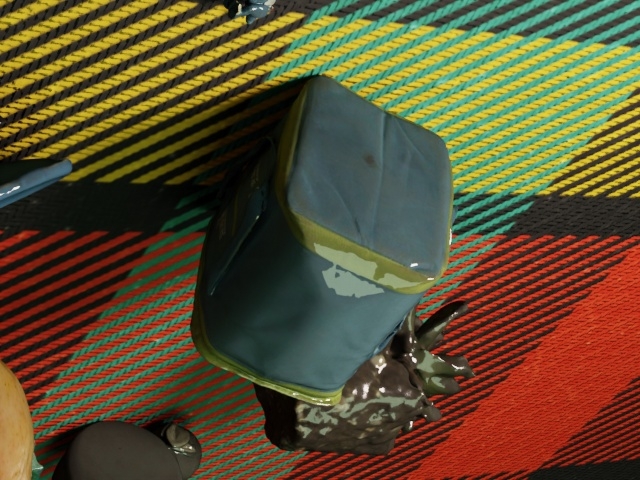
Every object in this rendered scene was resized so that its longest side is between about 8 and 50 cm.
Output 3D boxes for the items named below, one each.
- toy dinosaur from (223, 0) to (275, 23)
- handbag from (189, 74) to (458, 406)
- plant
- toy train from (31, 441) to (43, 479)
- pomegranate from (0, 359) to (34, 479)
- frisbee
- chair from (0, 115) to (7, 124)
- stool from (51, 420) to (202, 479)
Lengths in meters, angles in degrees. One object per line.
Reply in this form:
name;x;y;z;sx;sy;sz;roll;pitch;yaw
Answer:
toy dinosaur;-0.058;-0.228;1.659;0.047;0.030;0.083;-2;145;-31
handbag;0.000;0.000;1.851;0.222;0.263;0.241;23;132;-18
plant;0.061;0.165;2.233;0.276;0.188;0.199;-8;148;-26
toy train;-0.416;0.267;2.135;0.172;0.099;0.070;-5;143;-31
pomegranate;-0.449;0.234;1.829;0.338;0.338;0.338;-18;150;-11
frisbee;-0.368;-0.026;1.651;0.289;0.049;0.289;-24;-176;2
chair;-0.408;-0.136;1.416;0.159;0.247;0.172;-38;174;23
stool;-0.248;0.322;2.294;0.228;0.153;0.139;-2;144;-35
